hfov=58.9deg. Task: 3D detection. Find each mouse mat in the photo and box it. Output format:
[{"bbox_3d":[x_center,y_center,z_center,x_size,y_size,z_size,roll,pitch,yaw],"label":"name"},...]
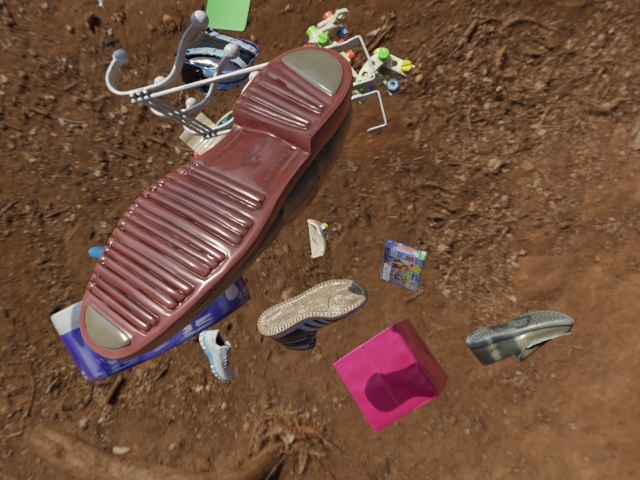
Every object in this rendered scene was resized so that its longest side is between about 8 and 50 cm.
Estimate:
[{"bbox_3d":[-0.230,-0.603,1.419,0.007,0.190,0.152,-1,108,-47],"label":"mouse mat"}]

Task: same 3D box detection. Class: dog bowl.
[{"bbox_3d":[-0.240,0.094,0.828,0.265,0.265,0.104,-26,94,-5],"label":"dog bowl"}]

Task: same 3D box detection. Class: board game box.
[{"bbox_3d":[0.276,0.087,1.902,0.136,0.201,0.035,20,57,14],"label":"board game box"}]

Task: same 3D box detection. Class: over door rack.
[{"bbox_3d":[-0.077,-0.213,0.760,0.324,0.239,0.108,0,89,11],"label":"over door rack"}]

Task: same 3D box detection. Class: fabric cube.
[{"bbox_3d":[0.240,0.442,1.898,0.259,0.254,0.258,-36,77,15],"label":"fabric cube"}]

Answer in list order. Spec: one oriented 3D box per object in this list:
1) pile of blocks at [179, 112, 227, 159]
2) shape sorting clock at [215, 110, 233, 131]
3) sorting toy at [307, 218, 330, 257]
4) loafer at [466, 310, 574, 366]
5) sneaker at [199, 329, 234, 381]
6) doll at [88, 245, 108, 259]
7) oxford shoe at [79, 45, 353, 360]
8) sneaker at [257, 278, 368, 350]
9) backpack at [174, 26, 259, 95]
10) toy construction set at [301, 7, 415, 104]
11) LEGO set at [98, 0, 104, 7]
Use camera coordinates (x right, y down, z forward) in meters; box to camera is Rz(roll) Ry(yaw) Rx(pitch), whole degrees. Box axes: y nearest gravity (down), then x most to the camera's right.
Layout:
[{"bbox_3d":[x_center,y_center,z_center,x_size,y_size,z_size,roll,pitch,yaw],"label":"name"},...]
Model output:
[{"bbox_3d":[-0.224,-0.181,1.360,0.112,0.362,0.149,-48,142,-2],"label":"pile of blocks"},{"bbox_3d":[-0.239,-0.323,1.753,0.206,0.040,0.206,-22,141,-19],"label":"shape sorting clock"},{"bbox_3d":[0.000,0.000,1.204,0.045,0.075,0.083,-7,104,-3],"label":"sorting toy"},{"bbox_3d":[0.480,0.236,1.355,0.251,0.094,0.087,-17,98,12],"label":"loafer"},{"bbox_3d":[-0.319,0.372,1.837,0.083,0.071,0.190,-19,105,24],"label":"sneaker"},{"bbox_3d":[-0.267,0.021,0.828,0.129,0.189,0.046,-2,84,-3],"label":"doll"},{"bbox_3d":[-0.073,-0.022,0.541,0.123,0.130,0.348,33,73,24],"label":"oxford shoe"},{"bbox_3d":[-0.001,0.192,1.423,0.282,0.153,0.099,-21,56,11],"label":"sneaker"},{"bbox_3d":[-0.236,-0.422,1.361,0.173,0.116,0.158,18,51,15],"label":"backpack"},{"bbox_3d":[0.077,-0.499,1.525,0.215,0.151,0.327,-37,68,2],"label":"toy construction set"},{"bbox_3d":[-0.224,-0.327,0.631,0.183,0.244,0.060,-13,104,15],"label":"LEGO set"}]
